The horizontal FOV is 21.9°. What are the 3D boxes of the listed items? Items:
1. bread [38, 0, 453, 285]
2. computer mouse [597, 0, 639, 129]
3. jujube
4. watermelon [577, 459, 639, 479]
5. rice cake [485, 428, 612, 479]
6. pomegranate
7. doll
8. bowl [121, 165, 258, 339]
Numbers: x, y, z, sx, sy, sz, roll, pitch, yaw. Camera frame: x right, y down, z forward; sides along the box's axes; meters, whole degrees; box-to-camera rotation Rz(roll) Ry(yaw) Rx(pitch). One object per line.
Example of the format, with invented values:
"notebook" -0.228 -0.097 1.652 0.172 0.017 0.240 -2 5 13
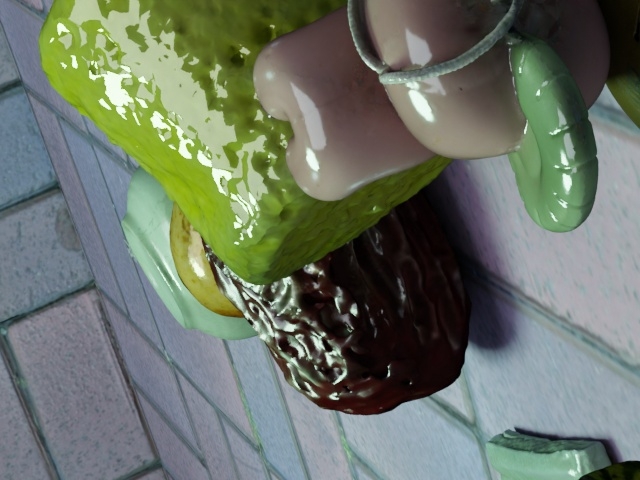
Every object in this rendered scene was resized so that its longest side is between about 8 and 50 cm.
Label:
"bread" -0.037 -0.152 1.406 0.307 0.348 0.348 56 161 14
"computer mouse" 0.229 -0.145 1.082 0.126 0.056 0.245 52 157 36
"jujube" 0.000 0.000 1.678 0.376 0.258 0.258 69 163 2
"watermelon" 0.299 0.277 1.338 0.128 0.159 0.303 -84 -18 -59
"rice cake" 0.237 0.250 1.619 0.127 0.043 0.237 65 164 -2
"pomegranate" -0.072 -0.010 1.908 0.215 0.215 0.215 55 161 31
"doll" 0.084 -0.126 1.119 0.284 0.216 0.268 65 169 0
"bowl" -0.153 0.005 2.195 0.307 0.163 0.307 55 168 17
